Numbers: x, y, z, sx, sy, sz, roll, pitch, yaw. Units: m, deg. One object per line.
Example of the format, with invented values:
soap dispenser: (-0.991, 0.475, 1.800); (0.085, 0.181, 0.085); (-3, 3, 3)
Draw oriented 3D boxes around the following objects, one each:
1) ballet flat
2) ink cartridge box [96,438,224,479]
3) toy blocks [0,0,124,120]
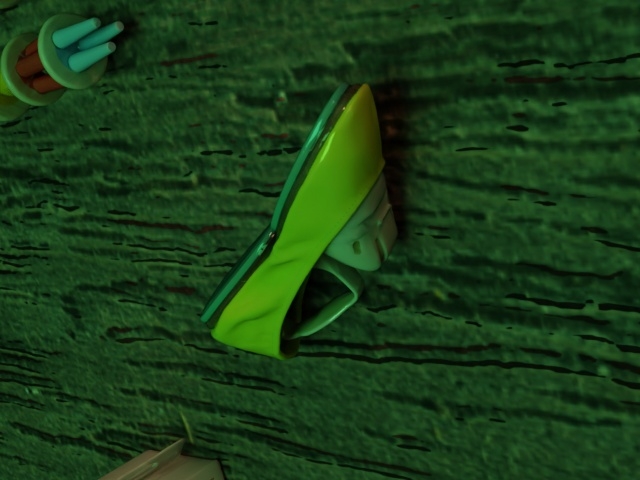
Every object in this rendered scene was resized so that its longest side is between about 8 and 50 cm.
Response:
ballet flat: (0.000, 0.000, 0.711); (0.077, 0.077, 0.231); (33, 137, -1)
ink cartridge box: (-0.123, 0.229, 0.920); (0.090, 0.092, 0.143); (-3, 107, 45)
toy blocks: (-0.196, -0.155, 0.818); (0.148, 0.054, 0.123); (-12, 102, 46)
